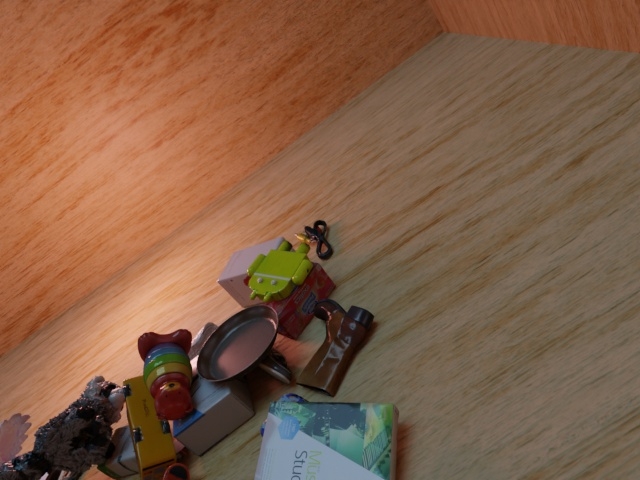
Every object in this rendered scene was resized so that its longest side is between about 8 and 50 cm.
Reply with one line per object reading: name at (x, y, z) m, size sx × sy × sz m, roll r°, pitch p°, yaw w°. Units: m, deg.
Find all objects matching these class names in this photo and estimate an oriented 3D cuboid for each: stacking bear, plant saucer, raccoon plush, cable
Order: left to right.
raccoon plush at (-0.878, 0.622, 1.662) m, size 0.445 × 0.216 × 0.299 m, roll -11°, pitch 17°, yaw -16°
stacking bear at (-0.478, 0.438, 1.547) m, size 0.175 × 0.164 × 0.289 m, roll -1°, pitch 29°, yaw -23°
plant saucer at (-0.257, 0.336, 1.572) m, size 0.310 × 0.050 × 0.311 m, roll -24°, pitch 29°, yaw 14°
cable at (0.000, 0.000, 2.068) m, size 0.139 × 0.072 × 0.287 m, roll -26°, pitch 37°, yaw -14°

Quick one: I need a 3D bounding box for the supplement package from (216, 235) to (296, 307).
supplement package at (-0.237, 0.132, 1.983) m, size 0.292 × 0.178 × 0.175 m, roll -18°, pitch 34°, yaw 35°

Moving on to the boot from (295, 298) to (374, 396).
boot at (0.014, 0.329, 1.516) m, size 0.264 × 0.096 × 0.281 m, roll 9°, pitch 60°, yaw 46°

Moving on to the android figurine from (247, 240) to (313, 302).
android figurine at (-0.149, 0.110, 1.724) m, size 0.248 × 0.056 × 0.273 m, roll 8°, pitch 49°, yaw 35°

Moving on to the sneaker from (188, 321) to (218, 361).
sneaker at (-0.489, 0.435, 1.943) m, size 0.094 × 0.090 × 0.235 m, roll -27°, pitch 23°, yaw 47°

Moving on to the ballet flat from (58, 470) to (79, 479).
ballet flat at (-0.919, 0.844, 1.831) m, size 0.070 × 0.070 × 0.188 m, roll -16°, pitch 34°, yaw 36°

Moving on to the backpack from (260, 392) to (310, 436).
backpack at (-0.049, 0.497, 1.266) m, size 0.173 × 0.117 × 0.158 m, roll 11°, pitch 55°, yaw 52°

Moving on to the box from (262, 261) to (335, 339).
box at (-0.081, 0.206, 1.735) m, size 0.122 × 0.128 × 0.257 m, roll 7°, pitch 51°, yaw 51°

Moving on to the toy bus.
toy bus at (-0.551, 0.589, 1.565) m, size 0.108 × 0.130 × 0.333 m, roll -9°, pitch 37°, yaw -27°

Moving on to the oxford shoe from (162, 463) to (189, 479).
oxford shoe at (-0.426, 0.773, 1.354) m, size 0.098 × 0.096 × 0.272 m, roll 120°, pitch 166°, yaw -45°

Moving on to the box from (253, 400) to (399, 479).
box at (0.013, 0.491, 1.122) m, size 0.321 × 0.059 × 0.232 m, roll -5°, pitch 49°, yaw 18°

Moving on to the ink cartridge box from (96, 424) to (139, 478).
ink cartridge box at (-0.637, 0.709, 1.674) m, size 0.208 × 0.087 × 0.153 m, roll -25°, pitch 29°, yaw 26°

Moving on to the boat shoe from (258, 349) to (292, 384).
boat shoe at (-0.180, 0.377, 1.611) m, size 0.096 × 0.112 × 0.335 m, roll -54°, pitch 27°, yaw -19°

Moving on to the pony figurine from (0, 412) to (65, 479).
pony figurine at (-1.148, 0.882, 1.845) m, size 0.351 × 0.302 × 0.363 m, roll -59°, pitch 7°, yaw -36°

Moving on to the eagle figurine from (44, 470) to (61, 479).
eagle figurine at (-0.921, 0.889, 1.600) m, size 0.298 × 0.226 × 0.225 m, roll 55°, pitch 137°, yaw 28°

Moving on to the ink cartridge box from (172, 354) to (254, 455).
ink cartridge box at (-0.363, 0.504, 1.614) m, size 0.223 × 0.129 × 0.307 m, roll -38°, pitch 27°, yaw 1°

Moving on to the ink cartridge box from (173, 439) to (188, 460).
ink cartridge box at (-0.452, 0.668, 1.579) m, size 0.115 × 0.029 × 0.063 m, roll -38°, pitch 27°, yaw -1°
